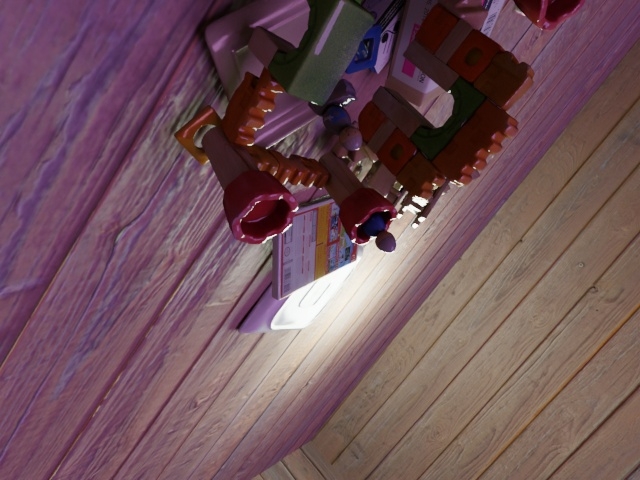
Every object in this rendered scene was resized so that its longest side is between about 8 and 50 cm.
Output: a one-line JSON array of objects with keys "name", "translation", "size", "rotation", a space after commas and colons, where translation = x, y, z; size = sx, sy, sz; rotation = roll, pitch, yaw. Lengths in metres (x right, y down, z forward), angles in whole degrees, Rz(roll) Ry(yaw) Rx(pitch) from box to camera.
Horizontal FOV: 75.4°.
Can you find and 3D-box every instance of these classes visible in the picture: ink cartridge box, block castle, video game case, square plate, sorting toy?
[{"name": "ink cartridge box", "translation": [0.132, -0.391, 0.679], "size": [0.207, 0.046, 0.097], "rotation": [-52, 156, 6]}, {"name": "block castle", "translation": [0.087, -0.182, 0.499], "size": [0.303, 0.212, 0.453], "rotation": [2, 135, -46]}, {"name": "video game case", "translation": [0.000, 0.000, 0.969], "size": [0.285, 0.025, 0.204], "rotation": [-22, 125, -43]}, {"name": "square plate", "translation": [-0.025, 0.130, 1.156], "size": [0.347, 0.049, 0.344], "rotation": [-53, 154, 8]}, {"name": "ink cartridge box", "translation": [0.221, -0.372, 0.697], "size": [0.193, 0.088, 0.234], "rotation": [-37, 155, -28]}, {"name": "sorting toy", "translation": [-0.059, -0.241, 0.578], "size": [0.348, 0.047, 0.196], "rotation": [-36, 148, -14]}]

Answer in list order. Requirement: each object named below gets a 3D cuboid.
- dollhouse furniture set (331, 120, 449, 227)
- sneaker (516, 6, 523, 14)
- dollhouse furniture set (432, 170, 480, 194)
[{"name": "dollhouse furniture set", "translation": [0.151, -0.149, 0.868], "size": [0.161, 0.212, 0.242], "rotation": [-56, 175, -5]}, {"name": "sneaker", "translation": [0.561, -0.616, 1.030], "size": [0.170, 0.063, 0.074], "rotation": [-31, 156, -24]}, {"name": "dollhouse furniture set", "translation": [0.410, -0.224, 1.381], "size": [0.144, 0.123, 0.151], "rotation": [-26, -179, -39]}]
